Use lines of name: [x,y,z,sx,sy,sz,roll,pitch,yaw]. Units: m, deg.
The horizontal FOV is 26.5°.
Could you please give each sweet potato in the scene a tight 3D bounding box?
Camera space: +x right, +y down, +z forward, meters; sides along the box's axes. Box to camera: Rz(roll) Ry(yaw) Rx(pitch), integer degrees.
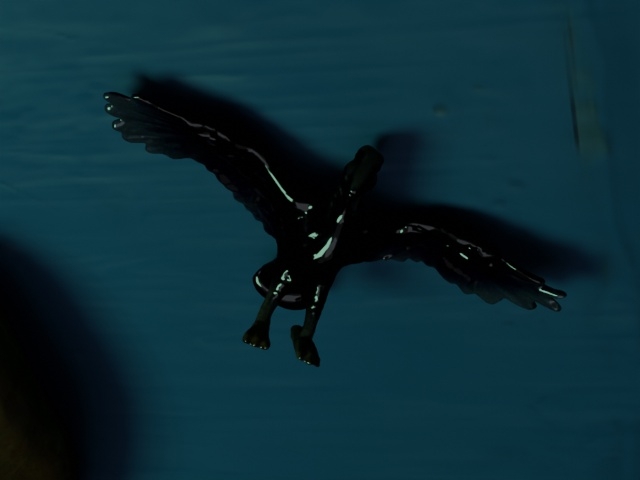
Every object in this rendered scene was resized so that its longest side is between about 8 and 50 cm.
sweet potato: [-0.182,0.116,0.735,0.097,0.097,0.292,1,136,14]

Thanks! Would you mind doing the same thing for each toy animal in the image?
toy animal: [0.000,0.000,0.602,0.220,0.062,0.108,21,118,-6]
